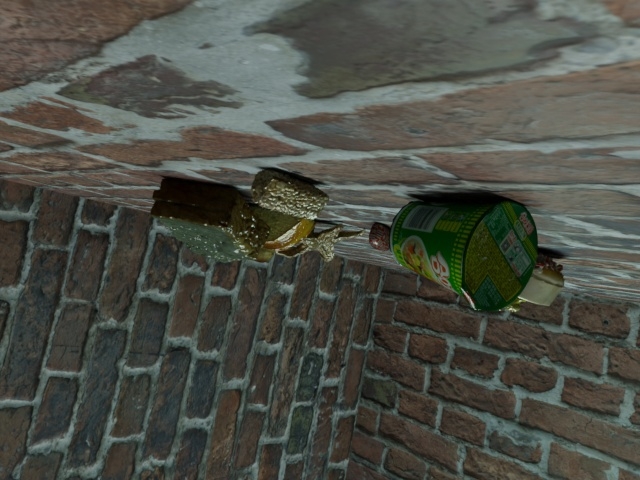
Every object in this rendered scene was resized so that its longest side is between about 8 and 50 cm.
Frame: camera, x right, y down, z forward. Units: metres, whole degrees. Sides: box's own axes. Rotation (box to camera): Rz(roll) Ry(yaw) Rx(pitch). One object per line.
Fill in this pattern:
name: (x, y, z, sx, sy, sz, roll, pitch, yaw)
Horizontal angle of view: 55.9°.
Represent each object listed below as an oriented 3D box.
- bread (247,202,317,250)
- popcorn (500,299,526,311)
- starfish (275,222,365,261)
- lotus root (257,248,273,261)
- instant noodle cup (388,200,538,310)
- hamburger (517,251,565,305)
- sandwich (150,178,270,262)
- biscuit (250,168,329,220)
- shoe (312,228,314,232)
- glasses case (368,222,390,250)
bread: (-0.153, -0.037, 1.926, 0.260, 0.133, 0.129, 9, 175, 16)
popcorn: (0.623, 0.150, 2.081, 0.170, 0.189, 0.218, 11, 179, -44)
starfish: (0.000, -0.004, 2.055, 0.302, 0.060, 0.299, -24, 151, 31)
lotus root: (-0.240, -0.013, 2.226, 0.193, 0.193, 0.291, 8, 172, 32)
instant noodle cup: (0.256, 0.009, 1.161, 0.207, 0.207, 0.233, 14, -177, -37)
hamburger: (0.598, 0.100, 1.788, 0.227, 0.151, 0.295, 15, -176, 33)
sandwich: (-0.304, -0.041, 1.735, 0.262, 0.131, 0.325, 10, 160, 21)
biscuit: (-0.064, -0.096, 1.254, 0.169, 0.082, 0.070, 14, -160, -41)
shoe: (-0.064, -0.036, 2.116, 0.079, 0.078, 0.195, 10, 172, 2)
glasses case: (0.193, -0.005, 1.859, 0.049, 0.073, 0.194, 16, 178, 19)
